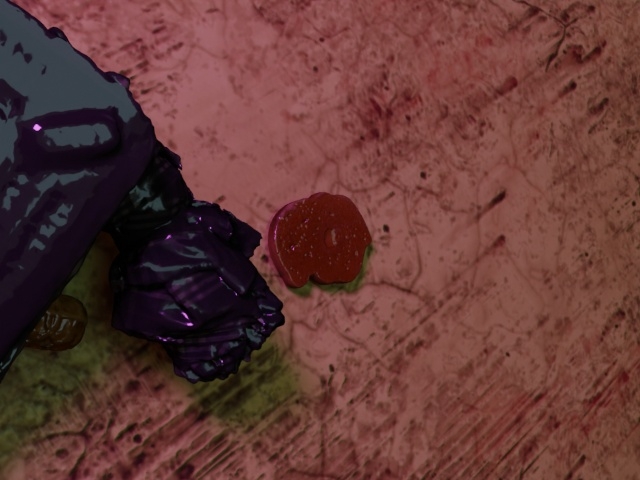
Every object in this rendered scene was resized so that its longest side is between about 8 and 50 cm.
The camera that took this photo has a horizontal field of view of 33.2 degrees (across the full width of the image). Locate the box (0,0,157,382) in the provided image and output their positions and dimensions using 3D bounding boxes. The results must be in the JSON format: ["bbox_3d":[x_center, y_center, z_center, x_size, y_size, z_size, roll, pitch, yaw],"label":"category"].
[{"bbox_3d":[-0.339,-0.049,0.795,0.359,0.091,0.350,36,83,-19],"label":"box"}]

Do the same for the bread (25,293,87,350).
[{"bbox_3d":[-0.274,0.063,0.917,0.157,0.044,0.052,11,80,-35],"label":"bread"}]

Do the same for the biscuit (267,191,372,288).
[{"bbox_3d":[0.000,0.000,1.145,0.130,0.019,0.102,-12,91,-37],"label":"biscuit"}]

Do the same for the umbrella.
[{"bbox_3d":[-0.173,-0.019,0.957,0.336,0.128,0.154,45,69,-17],"label":"umbrella"}]
